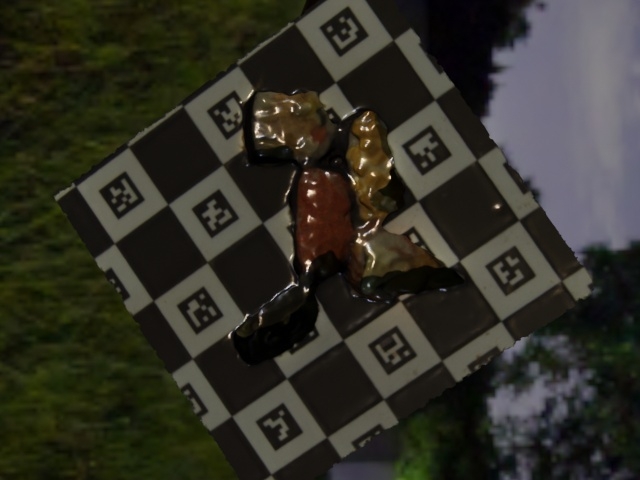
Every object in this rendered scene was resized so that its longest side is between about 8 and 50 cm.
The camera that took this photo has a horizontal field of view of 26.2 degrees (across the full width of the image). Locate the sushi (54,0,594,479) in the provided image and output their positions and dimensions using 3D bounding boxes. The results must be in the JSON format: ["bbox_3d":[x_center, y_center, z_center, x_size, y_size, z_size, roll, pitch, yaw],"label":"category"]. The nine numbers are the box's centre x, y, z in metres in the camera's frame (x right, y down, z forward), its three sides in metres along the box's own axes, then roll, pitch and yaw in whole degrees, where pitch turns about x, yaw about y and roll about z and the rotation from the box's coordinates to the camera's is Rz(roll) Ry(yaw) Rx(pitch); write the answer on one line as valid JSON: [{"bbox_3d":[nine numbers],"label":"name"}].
[{"bbox_3d":[0.000,0.000,1.228,0.343,0.359,0.064,55,11,3],"label":"sushi"}]

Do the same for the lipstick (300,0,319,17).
[{"bbox_3d":[0.052,-0.309,1.232,0.057,0.057,0.357,-71,-177,-82],"label":"lipstick"}]
